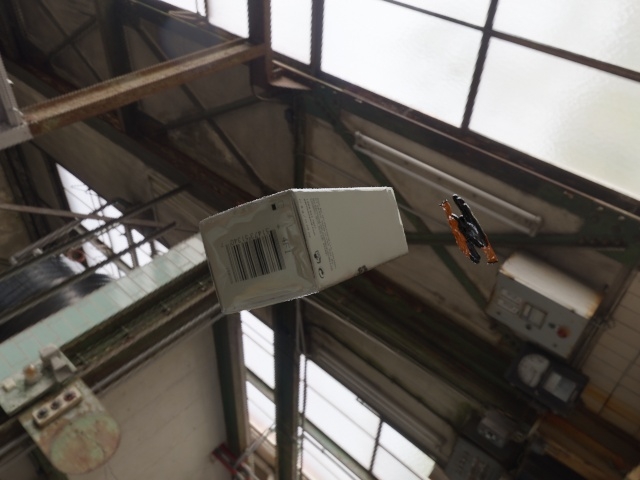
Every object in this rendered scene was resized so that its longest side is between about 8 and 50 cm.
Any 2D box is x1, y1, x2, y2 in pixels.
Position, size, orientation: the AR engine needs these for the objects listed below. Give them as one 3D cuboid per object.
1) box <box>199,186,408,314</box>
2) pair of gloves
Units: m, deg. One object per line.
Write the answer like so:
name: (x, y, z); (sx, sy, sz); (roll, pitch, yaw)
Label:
box: (0.000, 0.000, 0.597); (0.275, 0.113, 0.094); (-12, -94, -63)
pair of gloves: (0.143, -0.009, 0.535); (0.010, 0.074, 0.083); (-28, -2, -2)
